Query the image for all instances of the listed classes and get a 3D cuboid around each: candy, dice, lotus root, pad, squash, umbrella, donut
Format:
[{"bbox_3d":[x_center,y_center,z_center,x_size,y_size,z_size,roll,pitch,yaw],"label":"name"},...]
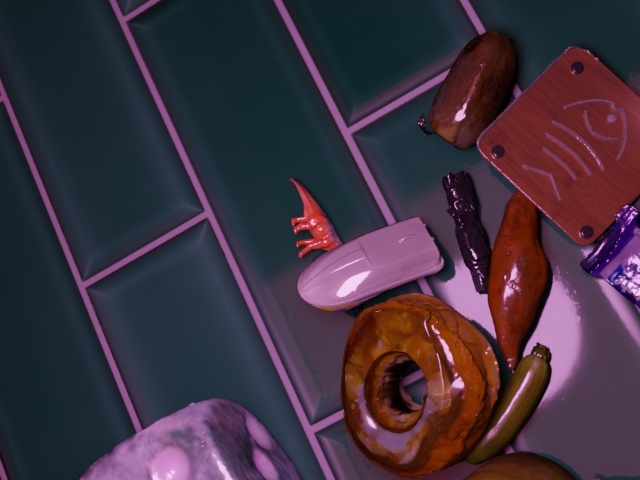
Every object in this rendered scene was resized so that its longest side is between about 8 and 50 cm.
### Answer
[{"bbox_3d":[0.600,0.074,1.697,0.275,0.070,0.145,44,102,14],"label":"candy"},{"bbox_3d":[-0.225,0.502,1.748,0.330,0.328,0.348,-40,72,7],"label":"dice"},{"bbox_3d":[0.295,-0.284,1.818,0.123,0.124,0.241,31,94,34],"label":"lotus root"},{"bbox_3d":[0.478,-0.178,1.764,0.284,0.018,0.286,-45,82,-4],"label":"pad"},{"bbox_3d":[0.347,0.305,1.740,0.069,0.069,0.258,35,93,19],"label":"squash"},{"bbox_3d":[0.286,-0.016,1.816,0.066,0.059,0.236,-10,79,-28],"label":"umbrella"},{"bbox_3d":[0.165,0.264,1.720,0.329,0.160,0.330,3,97,27],"label":"donut"}]

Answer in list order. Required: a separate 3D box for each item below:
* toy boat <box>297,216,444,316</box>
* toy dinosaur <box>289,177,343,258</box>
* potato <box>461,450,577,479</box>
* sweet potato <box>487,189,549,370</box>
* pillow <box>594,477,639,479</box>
[{"bbox_3d":[0.095,0.059,1.818,0.269,0.141,0.141,-29,74,4],"label":"toy boat"},{"bbox_3d":[-0.001,0.000,1.902,0.101,0.055,0.280,-22,88,6],"label":"toy dinosaur"},{"bbox_3d":[0.326,0.462,1.584,0.330,0.280,0.213,3,81,6],"label":"potato"},{"bbox_3d":[0.362,0.058,1.750,0.112,0.112,0.359,4,83,18],"label":"sweet potato"},{"bbox_3d":[0.595,0.507,1.620,0.223,0.084,0.236,-13,76,16],"label":"pillow"}]
